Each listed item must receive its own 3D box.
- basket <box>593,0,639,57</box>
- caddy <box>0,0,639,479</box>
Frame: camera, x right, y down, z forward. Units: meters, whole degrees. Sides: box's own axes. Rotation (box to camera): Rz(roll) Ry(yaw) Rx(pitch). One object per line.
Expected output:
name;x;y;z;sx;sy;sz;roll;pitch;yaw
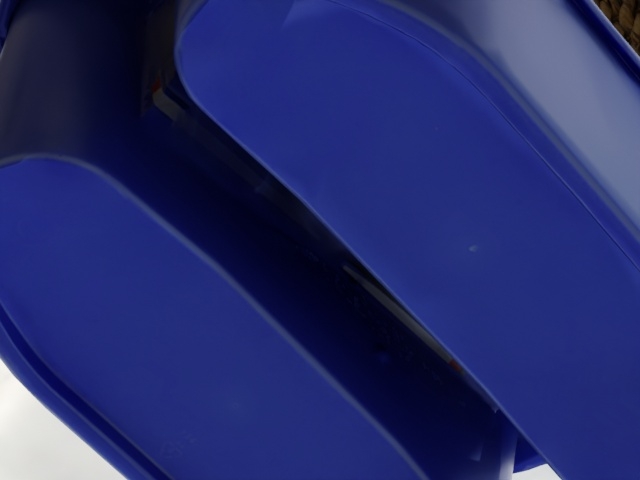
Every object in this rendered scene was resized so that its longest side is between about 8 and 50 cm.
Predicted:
basket;0.260;-0.071;1.189;0.223;0.213;0.299;-20;-147;23
caddy;0.017;-0.009;0.685;0.241;0.341;0.179;-34;-156;22
